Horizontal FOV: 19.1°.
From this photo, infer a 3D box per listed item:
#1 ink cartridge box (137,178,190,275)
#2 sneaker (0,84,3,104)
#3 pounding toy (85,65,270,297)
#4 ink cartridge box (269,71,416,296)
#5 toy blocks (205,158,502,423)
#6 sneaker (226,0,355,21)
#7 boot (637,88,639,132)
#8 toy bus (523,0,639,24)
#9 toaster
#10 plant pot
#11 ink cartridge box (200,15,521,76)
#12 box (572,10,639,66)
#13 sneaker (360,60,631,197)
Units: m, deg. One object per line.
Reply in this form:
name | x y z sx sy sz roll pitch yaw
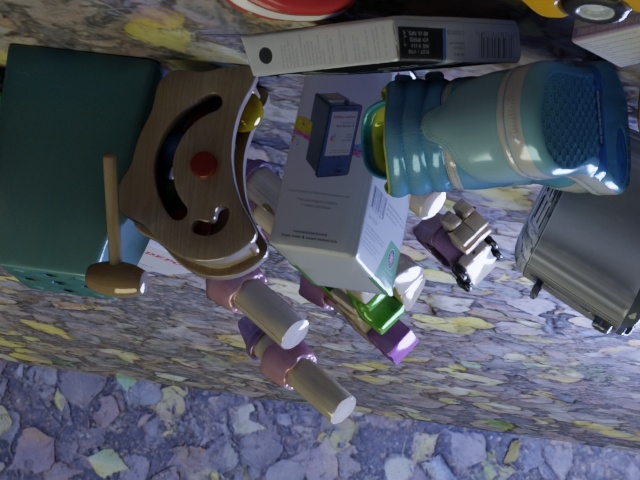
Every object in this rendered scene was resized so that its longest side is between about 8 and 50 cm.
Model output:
ink cartridge box | -0.277 -0.032 2.427 0.198 0.114 0.273 21 162 -39
sneaker | -0.486 -0.138 2.102 0.344 0.146 0.134 13 165 -14
pounding toy | -0.126 -0.057 1.923 0.154 0.269 0.155 16 167 14
ink cartridge box | 0.033 -0.069 1.873 0.093 0.212 0.154 9 167 19
toy blocks | 0.000 0.000 2.263 0.260 0.309 0.288 40 168 30
sneaker | -0.047 -0.242 1.514 0.221 0.087 0.128 15 166 -22
boot | 0.372 -0.112 1.611 0.165 0.077 0.213 14 -168 31
toy bus | 0.280 -0.226 1.292 0.333 0.108 0.130 1 163 33
toaster | 0.291 -0.027 1.905 0.146 0.227 0.129 27 172 6
plant pot | -0.259 -0.065 2.045 0.166 0.234 0.165 8 166 12
ink cartridge box | 0.037 -0.170 1.684 0.208 0.045 0.206 0 -175 36
box | 0.334 -0.196 1.465 0.067 0.063 0.324 22 162 -34
sneaker | 0.158 -0.099 1.743 0.208 0.127 0.319 -5 173 25
